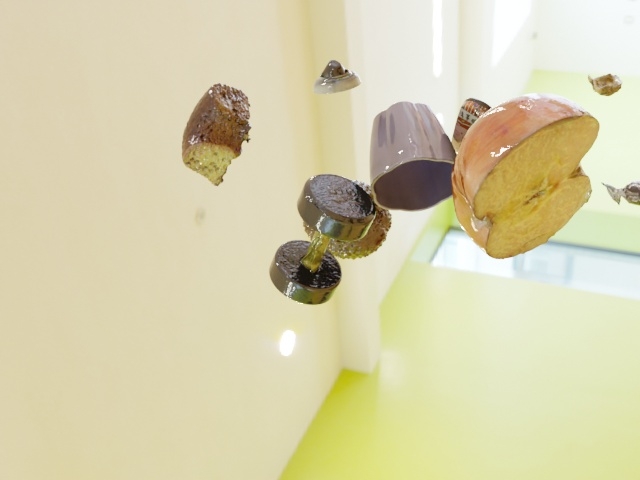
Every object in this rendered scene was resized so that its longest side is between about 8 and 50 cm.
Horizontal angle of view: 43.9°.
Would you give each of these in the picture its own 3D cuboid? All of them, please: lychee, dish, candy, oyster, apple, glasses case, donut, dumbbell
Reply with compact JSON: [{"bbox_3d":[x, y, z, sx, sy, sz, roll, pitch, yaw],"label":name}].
[{"bbox_3d":[0.077,-0.064,2.484,0.267,0.267,0.267,10,-90,-68],"label":"lychee"},{"bbox_3d":[0.040,-0.465,2.221,0.141,0.141,0.078,-47,-49,-53],"label":"dish"},{"bbox_3d":[0.769,-0.102,1.881,0.051,0.226,0.094,-36,-57,-25],"label":"candy"},{"bbox_3d":[0.502,-0.275,1.397,0.093,0.051,0.034,-11,-44,-32],"label":"oyster"},{"bbox_3d":[0.311,-0.122,1.305,0.251,0.163,0.293,-28,-39,-11],"label":"apple"},{"bbox_3d":[0.423,-0.303,2.200,0.067,0.103,0.266,-55,-15,-17],"label":"glasses case"},{"bbox_3d":[-0.237,-0.237,1.754,0.186,0.144,0.126,-44,-36,24],"label":"donut"},{"bbox_3d":[0.000,0.000,2.145,0.204,0.204,0.322,-48,-13,-52],"label":"dumbbell"}]

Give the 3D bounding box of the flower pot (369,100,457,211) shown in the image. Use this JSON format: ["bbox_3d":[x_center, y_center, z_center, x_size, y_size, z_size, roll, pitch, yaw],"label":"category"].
[{"bbox_3d":[0.248,-0.247,2.224,0.265,0.265,0.243,56,-158,-60],"label":"flower pot"}]
